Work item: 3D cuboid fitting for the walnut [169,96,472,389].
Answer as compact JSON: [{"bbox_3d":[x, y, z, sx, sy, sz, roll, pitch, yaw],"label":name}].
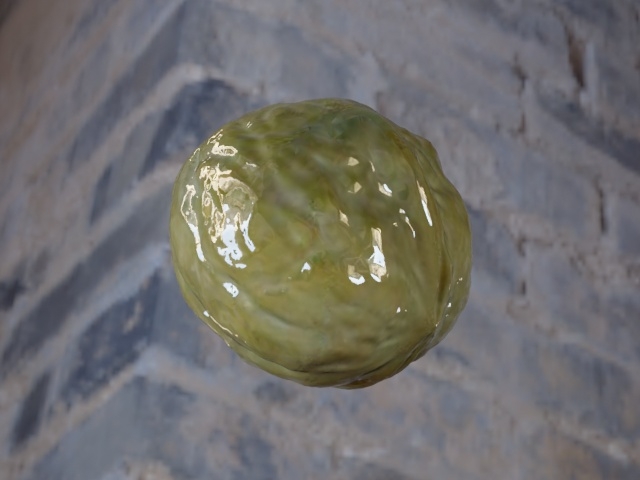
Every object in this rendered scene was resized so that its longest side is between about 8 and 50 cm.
[{"bbox_3d":[0.000,0.000,0.434,0.092,0.092,0.092,3,145,2],"label":"walnut"}]
